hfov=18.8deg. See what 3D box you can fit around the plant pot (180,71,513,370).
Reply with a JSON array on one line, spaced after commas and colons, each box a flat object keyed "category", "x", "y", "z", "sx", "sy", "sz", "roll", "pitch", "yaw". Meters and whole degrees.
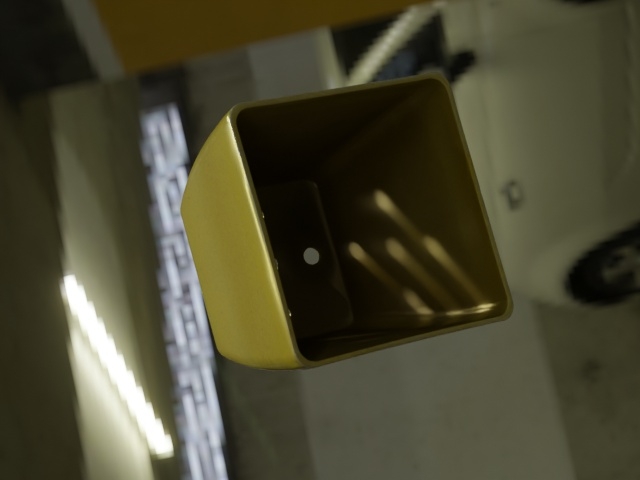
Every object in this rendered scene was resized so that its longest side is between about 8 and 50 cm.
[{"category": "plant pot", "x": 0.000, "y": 0.000, "z": 1.604, "sx": 0.187, "sy": 0.212, "sz": 0.212, "roll": -25, "pitch": 79, "yaw": 58}]
